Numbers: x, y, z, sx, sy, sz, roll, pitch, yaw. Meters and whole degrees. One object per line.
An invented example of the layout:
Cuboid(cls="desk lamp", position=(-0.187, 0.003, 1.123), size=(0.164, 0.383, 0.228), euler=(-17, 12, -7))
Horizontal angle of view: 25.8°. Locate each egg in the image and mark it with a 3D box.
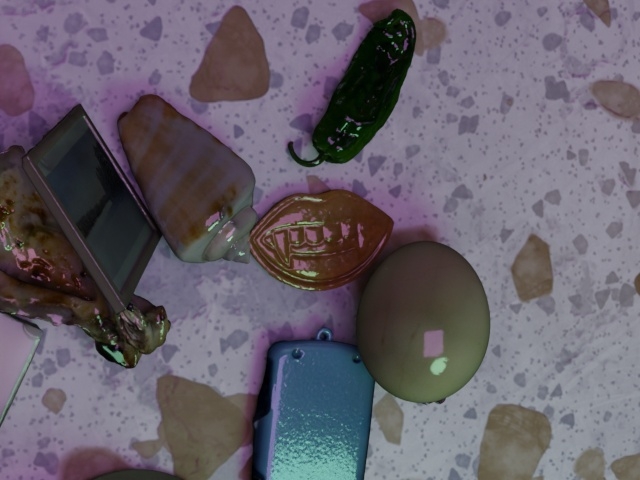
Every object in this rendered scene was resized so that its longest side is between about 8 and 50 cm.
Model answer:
Cuboid(cls="egg", position=(0.142, 0.109, 1.930), size=(0.186, 0.186, 0.241), euler=(22, 54, -20))

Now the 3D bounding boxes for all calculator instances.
Cuboid(cls="calculator", position=(-0.012, 0.267, 1.967), size=(0.173, 0.051, 0.293), euler=(6, 92, -19))

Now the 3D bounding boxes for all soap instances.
Cuboid(cls="soap", position=(-0.448, 0.173, 1.795), size=(0.121, 0.064, 0.183), euler=(26, 85, -19))

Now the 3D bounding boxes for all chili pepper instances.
Cuboid(cls="chili pepper", position=(0.058, -0.203, 1.948), size=(0.100, 0.074, 0.257), euler=(32, 79, -16))

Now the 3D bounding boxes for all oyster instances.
Cuboid(cls="oyster", position=(-0.328, 0.028, 1.775), size=(0.337, 0.133, 0.198), euler=(39, 102, -9))

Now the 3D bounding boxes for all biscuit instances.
Cuboid(cls="biscuit", position=(0.000, 0.000, 1.962), size=(0.221, 0.029, 0.142), euler=(-4, 96, -20))

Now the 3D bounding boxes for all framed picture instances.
Cuboid(cls="framed picture", position=(-0.276, -0.048, 1.731), size=(0.016, 0.289, 0.213), euler=(-28, 104, 11))

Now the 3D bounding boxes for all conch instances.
Cuboid(cls="conch", position=(-0.168, -0.073, 1.843), size=(0.158, 0.127, 0.255), euler=(-44, 106, -11))

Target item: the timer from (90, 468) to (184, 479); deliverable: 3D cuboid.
Cuboid(cls="timer", position=(-0.212, 0.463, 1.771), size=(0.291, 0.315, 0.290), euler=(-1, 94, -19))

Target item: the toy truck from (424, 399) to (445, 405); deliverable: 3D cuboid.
Cuboid(cls="toy truck", position=(0.172, 0.185, 2.027), size=(0.063, 0.052, 0.123), euler=(40, 82, -12))
